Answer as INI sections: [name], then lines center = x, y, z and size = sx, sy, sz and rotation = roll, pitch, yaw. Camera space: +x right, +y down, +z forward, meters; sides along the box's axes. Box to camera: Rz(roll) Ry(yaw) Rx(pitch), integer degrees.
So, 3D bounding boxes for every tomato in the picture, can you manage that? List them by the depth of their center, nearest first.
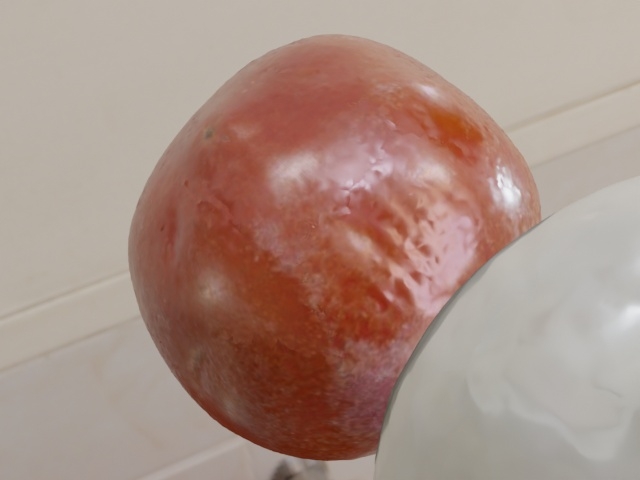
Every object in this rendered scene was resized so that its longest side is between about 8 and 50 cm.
[tomato]
center = 0.001, 0.001, 0.768
size = 0.188, 0.232, 0.232
rotation = 37, -9, -24

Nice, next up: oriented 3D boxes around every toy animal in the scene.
[toy animal]
center = 0.115, 0.147, 0.415
size = 0.196, 0.241, 0.367
rotation = 52, 11, -28
